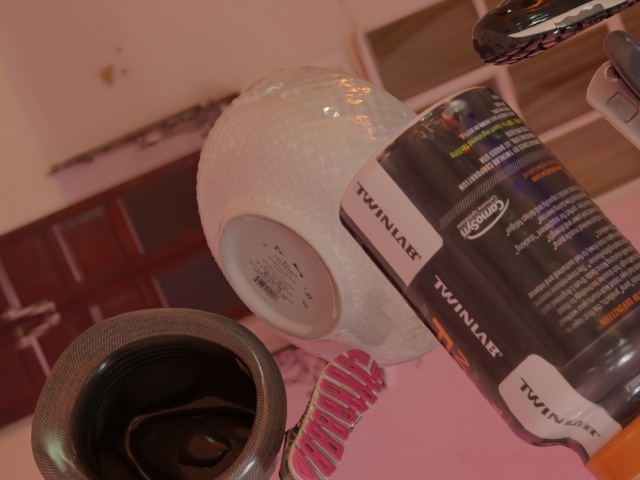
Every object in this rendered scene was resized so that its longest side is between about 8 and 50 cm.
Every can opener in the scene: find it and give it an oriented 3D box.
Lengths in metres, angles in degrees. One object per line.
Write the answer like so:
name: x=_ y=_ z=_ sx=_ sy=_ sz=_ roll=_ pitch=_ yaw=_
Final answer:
can opener: x=0.365 y=-0.086 z=1.332 sx=0.280 sy=0.074 sz=0.093 roll=47 pitch=10 yaw=19

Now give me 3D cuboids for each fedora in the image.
fedora: x=-0.151 y=0.201 z=1.449 sx=0.124 sy=0.275 sz=0.244 roll=60 pitch=37 yaw=-53

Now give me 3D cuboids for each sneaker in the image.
sneaker: x=0.004 y=0.179 z=1.358 sx=0.063 sy=0.170 sz=0.075 roll=34 pitch=-39 yaw=-7
sneaker: x=0.227 y=-0.252 z=1.209 sx=0.124 sy=0.283 sz=0.107 roll=61 pitch=-26 yaw=-1

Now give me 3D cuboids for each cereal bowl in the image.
cereal bowl: x=0.000 y=0.000 z=1.422 sx=0.339 sy=0.141 sz=0.339 roll=24 pitch=-43 yaw=25

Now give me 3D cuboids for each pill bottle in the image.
pill bottle: x=0.132 y=0.035 z=0.840 sx=0.246 sy=0.130 sz=0.130 roll=51 pitch=-14 yaw=15
